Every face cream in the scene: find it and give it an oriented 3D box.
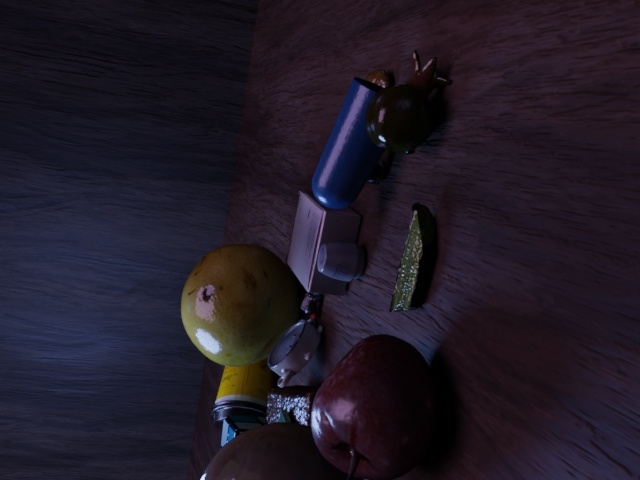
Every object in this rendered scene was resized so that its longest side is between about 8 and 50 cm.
[{"bbox_3d":[0.047,0.045,1.811,0.091,0.095,0.091,-172,90,-73],"label":"face cream"}]

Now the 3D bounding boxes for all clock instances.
[{"bbox_3d":[-0.068,0.274,2.031,0.155,0.063,0.229,-40,19,44],"label":"clock"}]

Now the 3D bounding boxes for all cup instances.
[{"bbox_3d":[-0.220,0.440,2.391,0.196,0.196,0.280,120,160,-51],"label":"cup"}]

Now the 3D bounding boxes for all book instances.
[{"bbox_3d":[-0.073,0.452,1.786,0.135,0.017,0.103,-122,34,-60],"label":"book"}]

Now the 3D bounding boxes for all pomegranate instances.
[{"bbox_3d":[0.168,-0.257,1.522,0.191,0.131,0.152,-59,12,-1],"label":"pomegranate"}]

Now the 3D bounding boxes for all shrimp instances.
[{"bbox_3d":[0.109,-0.308,1.847,0.217,0.051,0.115,132,140,-58],"label":"shrimp"}]

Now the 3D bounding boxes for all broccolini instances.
[{"bbox_3d":[0.088,-0.204,1.817,0.051,0.054,0.239,-39,42,11],"label":"broccolini"}]

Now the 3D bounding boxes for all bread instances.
[{"bbox_3d":[-0.037,0.427,1.891,0.416,0.113,0.165,154,117,-71],"label":"bread"}]

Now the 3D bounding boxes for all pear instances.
[{"bbox_3d":[-0.221,0.178,2.216,0.348,0.348,0.348,-172,90,-73],"label":"pear"}]

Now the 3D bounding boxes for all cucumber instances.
[{"bbox_3d":[0.179,0.042,1.473,0.070,0.046,0.220,-135,53,-67],"label":"cucumber"}]

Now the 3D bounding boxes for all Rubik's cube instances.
[{"bbox_3d":[-0.170,0.578,2.148,0.167,0.183,0.180,-174,93,-72],"label":"Rubik's cube"}]

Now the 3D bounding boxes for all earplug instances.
[{"bbox_3d":[0.070,-0.191,1.680,0.273,0.132,0.132,-63,22,17],"label":"earplug"}]

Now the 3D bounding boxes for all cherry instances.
[{"bbox_3d":[0.093,0.298,1.359,0.236,0.213,0.285,-27,28,41],"label":"cherry"}]

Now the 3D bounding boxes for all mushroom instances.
[{"bbox_3d":[-0.070,0.546,1.600,0.294,0.362,0.362,43,-129,-75],"label":"mushroom"}]

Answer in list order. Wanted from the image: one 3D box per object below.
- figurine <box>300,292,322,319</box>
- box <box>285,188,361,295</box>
[{"bbox_3d":[-0.015,0.148,2.067,0.060,0.047,0.106,30,108,33],"label":"figurine"},{"bbox_3d":[0.000,0.000,1.969,0.252,0.106,0.203,-133,53,-70],"label":"box"}]
